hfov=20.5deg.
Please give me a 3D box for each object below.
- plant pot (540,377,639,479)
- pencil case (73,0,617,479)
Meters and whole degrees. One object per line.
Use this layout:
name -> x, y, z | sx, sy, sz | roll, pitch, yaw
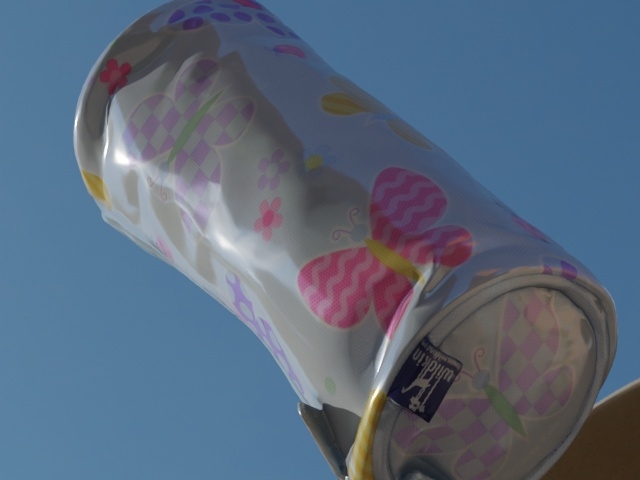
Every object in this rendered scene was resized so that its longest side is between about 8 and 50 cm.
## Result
plant pot -> 0.215, 0.233, 0.842 | 0.256, 0.256, 0.274 | -37, -76, 27
pencil case -> 0.000, 0.000, 0.734 | 0.113, 0.273, 0.124 | 16, -69, -42
